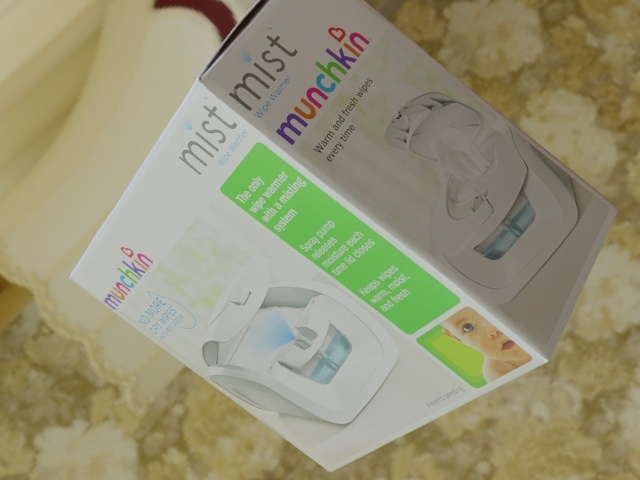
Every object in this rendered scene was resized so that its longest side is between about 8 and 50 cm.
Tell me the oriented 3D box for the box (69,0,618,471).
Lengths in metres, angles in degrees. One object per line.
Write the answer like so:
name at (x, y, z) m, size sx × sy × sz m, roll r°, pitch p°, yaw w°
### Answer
box at (0.000, 0.000, 0.661) m, size 0.231 × 0.126 × 0.262 m, roll 38°, pitch 145°, yaw -8°
